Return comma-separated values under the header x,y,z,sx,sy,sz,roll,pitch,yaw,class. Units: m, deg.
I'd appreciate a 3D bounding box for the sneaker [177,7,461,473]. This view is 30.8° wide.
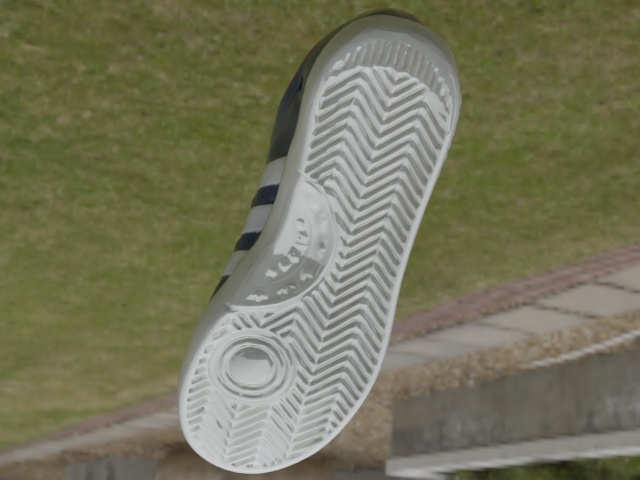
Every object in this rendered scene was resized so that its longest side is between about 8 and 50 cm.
x,y,z,sx,sy,sz,roll,pitch,yaw,class
0.000,0.000,0.823,0.131,0.350,0.148,22,-159,-10,sneaker
